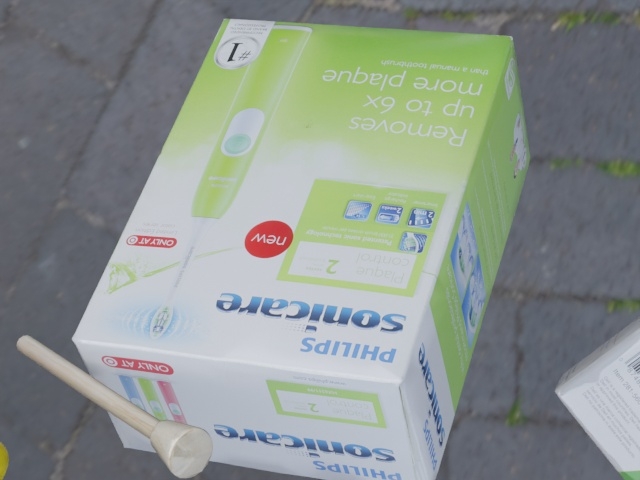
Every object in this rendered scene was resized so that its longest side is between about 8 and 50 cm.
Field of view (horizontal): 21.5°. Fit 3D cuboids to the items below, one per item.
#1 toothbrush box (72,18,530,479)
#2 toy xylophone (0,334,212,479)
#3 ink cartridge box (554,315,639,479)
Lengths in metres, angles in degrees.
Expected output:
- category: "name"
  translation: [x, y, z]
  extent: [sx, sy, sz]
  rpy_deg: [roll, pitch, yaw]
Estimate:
- category: "toothbrush box"
  translation: [0.000, 0.000, 1.068]
  extent: [0.206, 0.283, 0.122]
  rpy_deg: [7, 142, 20]
- category: "toy xylophone"
  translation: [-0.202, 0.154, 0.922]
  extent: [0.322, 0.236, 0.081]
  rpy_deg: [18, 160, 43]
- category: "ink cartridge box"
  translation: [0.313, 0.104, 1.263]
  extent: [0.219, 0.092, 0.160]
  rpy_deg: [-39, 87, 15]
